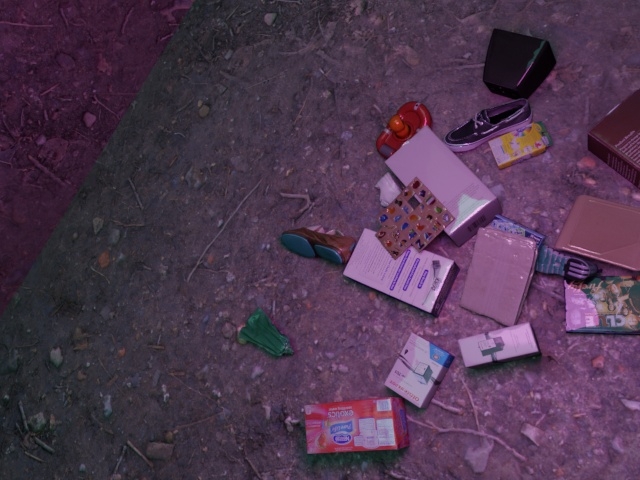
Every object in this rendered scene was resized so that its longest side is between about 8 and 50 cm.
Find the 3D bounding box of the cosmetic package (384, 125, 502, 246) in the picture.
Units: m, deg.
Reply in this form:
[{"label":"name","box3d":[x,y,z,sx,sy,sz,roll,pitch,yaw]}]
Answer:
[{"label":"cosmetic package","box3d":[0.409,-0.184,1.745,0.197,0.155,0.365,-40,60,11]}]

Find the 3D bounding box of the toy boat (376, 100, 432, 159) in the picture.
[{"label":"toy boat","box3d":[0.293,-0.403,1.875,0.151,0.151,0.231,39,93,30]}]

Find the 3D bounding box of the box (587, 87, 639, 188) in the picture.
[{"label":"box","box3d":[0.984,-0.238,1.490,0.191,0.143,0.381,-42,62,9]}]

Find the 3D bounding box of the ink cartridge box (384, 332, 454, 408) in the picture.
[{"label":"ink cartridge box","box3d":[0.312,0.410,1.642,0.140,0.082,0.190,27,85,30]}]

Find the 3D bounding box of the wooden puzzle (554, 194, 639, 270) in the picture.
[{"label":"wooden puzzle","box3d":[0.838,-0.024,1.516,0.239,0.044,0.221,18,60,33]}]

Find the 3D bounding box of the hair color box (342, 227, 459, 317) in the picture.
[{"label":"hair color box","box3d":[0.268,0.104,1.749,0.339,0.110,0.185,22,83,32]}]

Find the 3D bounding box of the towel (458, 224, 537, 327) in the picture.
[{"label":"towel","box3d":[0.542,0.107,1.591,0.187,0.049,0.282,22,110,34]}]

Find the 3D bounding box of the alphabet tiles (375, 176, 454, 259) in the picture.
[{"label":"alphabet tiles","box3d":[0.290,-0.058,1.695,0.237,0.009,0.198,-47,60,21]}]

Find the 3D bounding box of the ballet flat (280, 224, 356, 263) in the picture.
[{"label":"ballet flat","box3d":[0.000,0.000,1.902,0.124,0.116,0.343,-43,32,-27]}]

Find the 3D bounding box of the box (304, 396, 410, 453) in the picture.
[{"label":"box","box3d":[0.114,0.586,1.646,0.300,0.142,0.153,-14,68,22]}]

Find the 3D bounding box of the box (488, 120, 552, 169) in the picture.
[{"label":"box","box3d":[0.664,-0.317,1.728,0.179,0.043,0.105,-22,64,21]}]

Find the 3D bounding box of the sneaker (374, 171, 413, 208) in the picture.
[{"label":"sneaker","box3d":[0.260,-0.140,1.860,0.094,0.080,0.212,-38,54,24]}]

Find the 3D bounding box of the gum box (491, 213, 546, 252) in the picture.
[{"label":"gum box","box3d":[0.581,0.035,1.607,0.157,0.041,0.184,33,118,31]}]

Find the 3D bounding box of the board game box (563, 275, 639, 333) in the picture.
[{"label":"board game box","box3d":[0.830,0.184,1.482,0.244,0.042,0.164,-3,72,26]}]

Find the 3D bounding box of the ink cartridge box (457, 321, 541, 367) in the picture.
[{"label":"ink cartridge box","box3d":[0.526,0.314,1.527,0.209,0.153,0.086,-19,68,21]}]

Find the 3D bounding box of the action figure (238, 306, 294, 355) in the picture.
[{"label":"action figure","box3d":[-0.183,0.357,1.914,0.232,0.063,0.137,28,86,34]}]

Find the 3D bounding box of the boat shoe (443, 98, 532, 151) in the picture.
[{"label":"boat shoe","box3d":[0.557,-0.397,1.763,0.302,0.102,0.108,-16,57,21]}]

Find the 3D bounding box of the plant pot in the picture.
[{"label":"plant pot","box3d":[0.651,-0.578,1.748,0.188,0.187,0.166,31,100,30]}]

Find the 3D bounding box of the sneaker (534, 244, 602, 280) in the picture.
[{"label":"sneaker","box3d":[0.720,0.067,1.560,0.224,0.098,0.083,34,118,56]}]
